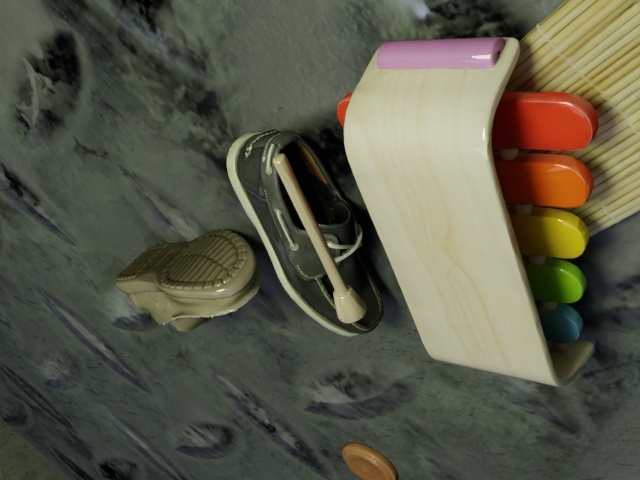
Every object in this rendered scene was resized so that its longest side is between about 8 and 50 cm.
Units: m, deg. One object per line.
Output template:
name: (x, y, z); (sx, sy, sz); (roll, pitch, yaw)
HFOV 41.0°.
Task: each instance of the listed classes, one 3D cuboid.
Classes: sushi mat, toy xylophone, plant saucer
sushi mat: (0.196, -0.089, 0.575); (0.151, 0.019, 0.316); (41, 146, -6)
toy xylophone: (0.095, -0.008, 0.673); (0.236, 0.081, 0.322); (14, 139, 32)
plant saucer: (0.065, 0.307, 1.162); (0.083, 0.013, 0.083); (24, 144, 19)

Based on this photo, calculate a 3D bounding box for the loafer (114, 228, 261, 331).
loafer: (-0.142, 0.053, 0.991); (0.268, 0.102, 0.092); (0, 132, 55)

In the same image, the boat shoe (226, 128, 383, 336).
boat shoe: (0.000, 0.000, 0.803); (0.079, 0.084, 0.233); (-4, 124, 46)
